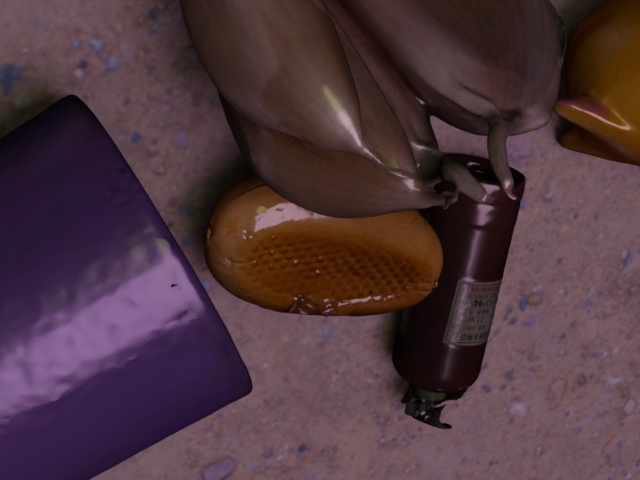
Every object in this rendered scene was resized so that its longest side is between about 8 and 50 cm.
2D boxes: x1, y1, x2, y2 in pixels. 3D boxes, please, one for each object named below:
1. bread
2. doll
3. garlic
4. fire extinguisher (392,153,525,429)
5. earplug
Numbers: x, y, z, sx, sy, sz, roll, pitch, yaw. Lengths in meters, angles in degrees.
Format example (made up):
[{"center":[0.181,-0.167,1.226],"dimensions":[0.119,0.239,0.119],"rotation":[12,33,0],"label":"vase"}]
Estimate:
[{"center":[0.000,0.000,1.014],"dimensions":[0.189,0.077,0.114],"rotation":[11,121,-34],"label":"bread"},{"center":[0.290,-0.167,1.048],"dimensions":[0.270,0.162,0.166],"rotation":[-56,155,-2],"label":"doll"},{"center":[0.030,-0.127,0.885],"dimensions":[0.210,0.292,0.237],"rotation":[-39,169,9],"label":"garlic"},{"center":[0.106,0.050,1.106],"dimensions":[0.099,0.071,0.231],"rotation":[-18,124,-52],"label":"fire extinguisher"},{"center":[-0.281,0.112,0.853],"dimensions":[0.456,0.215,0.215],"rotation":[-31,123,-8],"label":"earplug"}]
